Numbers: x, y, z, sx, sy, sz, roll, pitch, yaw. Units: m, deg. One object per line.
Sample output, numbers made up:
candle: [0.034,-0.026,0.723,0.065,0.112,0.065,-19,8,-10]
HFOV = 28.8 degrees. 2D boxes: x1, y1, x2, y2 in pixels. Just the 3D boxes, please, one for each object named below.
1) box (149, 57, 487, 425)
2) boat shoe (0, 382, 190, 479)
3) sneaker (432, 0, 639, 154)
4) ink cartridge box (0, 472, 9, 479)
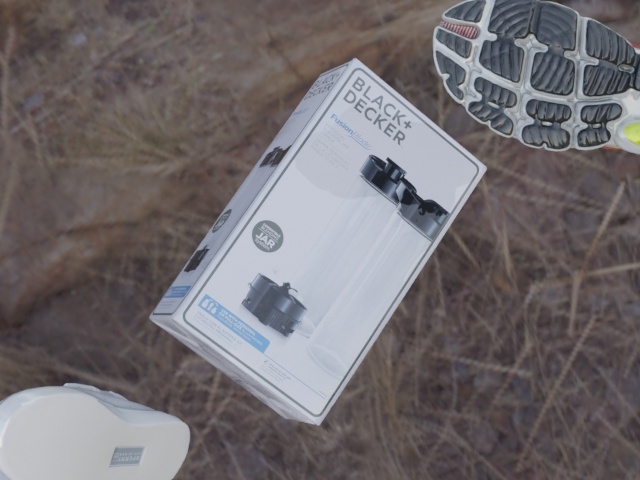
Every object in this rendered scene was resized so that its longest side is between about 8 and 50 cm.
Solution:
box: [0.000,0.000,1.125,0.290,0.169,0.087,-55,14,-16]
boat shoe: [-0.150,0.115,0.765,0.063,0.184,0.066,19,93,28]
sneaker: [0.213,-0.116,0.977,0.279,0.118,0.107,15,97,-9]
ink cartridge box: [-0.321,0.320,0.974,0.197,0.198,0.270,4,17,15]
